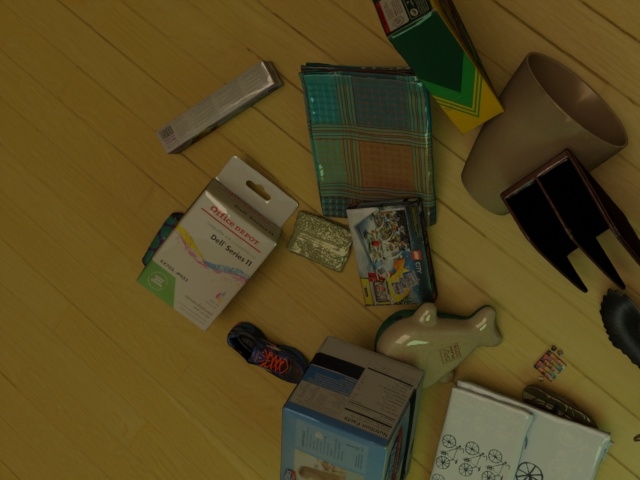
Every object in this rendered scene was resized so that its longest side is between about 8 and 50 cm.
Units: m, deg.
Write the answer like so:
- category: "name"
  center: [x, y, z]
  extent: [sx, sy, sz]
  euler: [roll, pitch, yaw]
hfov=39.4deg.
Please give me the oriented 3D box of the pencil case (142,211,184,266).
- category: "pencil case"
  center: [-0.366, 0.006, 2.150]
  extent: [0.070, 0.064, 0.152]
  euler: [44, 109, 28]

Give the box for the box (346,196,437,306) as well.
- category: "box"
  center: [0.156, 0.027, 1.942]
  extent: [0.159, 0.044, 0.233]
  euler: [-4, 110, 21]

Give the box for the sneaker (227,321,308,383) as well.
- category: "sneaker"
  center: [-0.129, 0.271, 2.080]
  extent: [0.221, 0.087, 0.083]
  euler: [26, 104, 16]

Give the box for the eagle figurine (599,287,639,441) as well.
- category: "eagle figurine"
  center: [0.705, 0.225, 1.748]
  extent: [0.226, 0.225, 0.298]
  euler: [3, 61, -19]

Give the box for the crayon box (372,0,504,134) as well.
- category: "crayon box"
  center: [0.193, -0.427, 1.697]
  extent: [0.106, 0.313, 0.363]
  euler: [-28, 51, 18]

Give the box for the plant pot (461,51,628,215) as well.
- category: "plant pot"
  center: [0.413, -0.186, 1.775]
  extent: [0.256, 0.256, 0.274]
  euler: [48, 123, 9]

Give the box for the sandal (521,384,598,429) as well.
- category: "sandal"
  center: [0.508, 0.360, 1.880]
  extent: [0.180, 0.049, 0.072]
  euler: [35, 118, 18]

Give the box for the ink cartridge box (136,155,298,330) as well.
- category: "ink cartridge box"
  center: [-0.232, 0.005, 2.044]
  extent: [0.207, 0.119, 0.353]
  euler: [37, 107, -8]

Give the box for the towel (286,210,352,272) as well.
- category: "towel"
  center: [0.000, 0.000, 2.038]
  extent: [0.148, 0.027, 0.110]
  euler: [23, 102, 16]

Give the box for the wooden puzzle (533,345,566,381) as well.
- category: "wooden puzzle"
  center: [0.488, 0.266, 1.900]
  extent: [0.049, 0.006, 0.083]
  euler: [42, 107, 11]

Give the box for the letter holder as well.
- category: "letter holder"
  center: [0.502, 0.007, 1.678]
  extent: [0.152, 0.302, 0.214]
  euler: [-35, 51, 19]

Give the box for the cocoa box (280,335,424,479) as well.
- category: "cocoa box"
  center: [0.061, 0.424, 1.880]
  extent: [0.231, 0.228, 0.347]
  euler: [18, 131, 17]

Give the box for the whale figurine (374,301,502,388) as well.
- category: "whale figurine"
  center: [0.247, 0.208, 1.927]
  extent: [0.272, 0.141, 0.216]
  euler: [-20, 119, 1]

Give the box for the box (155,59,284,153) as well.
- category: "box"
  center: [-0.237, -0.305, 2.073]
  extent: [0.324, 0.063, 0.067]
  euler: [-31, 86, 20]

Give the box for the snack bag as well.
- category: "snack bag"
  center: [0.412, 0.494, 1.908]
  extent: [0.342, 0.037, 0.323]
  euler: [18, 110, 18]

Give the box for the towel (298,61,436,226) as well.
- category: "towel"
  center: [0.105, -0.194, 1.884]
  extent: [0.271, 0.040, 0.370]
  euler: [6, 127, 20]
